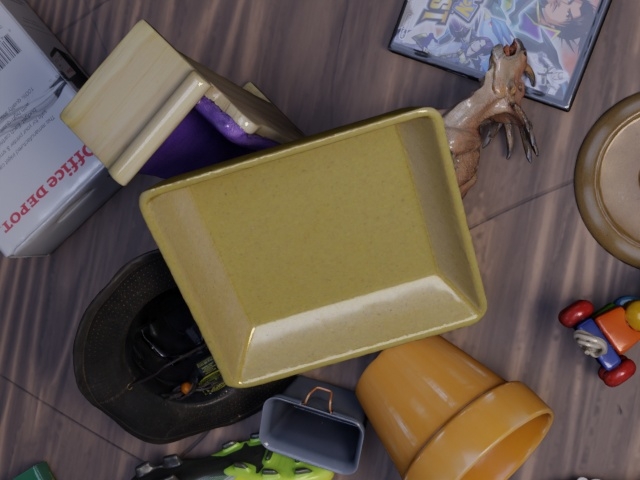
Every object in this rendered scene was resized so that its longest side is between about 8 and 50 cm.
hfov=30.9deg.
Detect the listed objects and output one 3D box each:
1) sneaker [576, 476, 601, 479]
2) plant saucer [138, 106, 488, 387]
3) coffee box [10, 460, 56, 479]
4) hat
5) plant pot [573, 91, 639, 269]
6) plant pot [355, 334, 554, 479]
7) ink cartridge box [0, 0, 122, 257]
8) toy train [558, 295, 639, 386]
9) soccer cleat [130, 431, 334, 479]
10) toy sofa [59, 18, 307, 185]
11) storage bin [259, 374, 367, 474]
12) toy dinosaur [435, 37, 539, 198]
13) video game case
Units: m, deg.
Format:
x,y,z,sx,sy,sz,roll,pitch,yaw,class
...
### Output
x,y,z,sx,sy,sz,roll,pitch,yaw,class
0.344,0.330,1.425,0.258,0.091,0.094,-14,130,-4,sneaker
0.000,0.000,1.329,0.333,0.332,0.081,-16,42,4,plant saucer
-0.440,0.406,1.639,0.184,0.040,0.113,-34,83,12,coffee box
-0.175,0.102,1.500,0.331,0.331,0.134,-43,42,10,hat
0.434,-0.075,1.435,0.236,0.032,0.236,0,91,14,plant pot
0.149,0.217,1.431,0.205,0.205,0.188,-48,65,9,plant pot
-0.418,-0.159,1.589,0.223,0.129,0.307,-42,81,10,ink cartridge box
0.364,0.091,1.344,0.143,0.248,0.105,-36,82,6,toy train
-0.116,0.336,1.552,0.289,0.093,0.121,-11,118,9,soccer cleat
-0.135,-0.118,1.404,0.150,0.362,0.177,-47,75,9,toy sofa
0.001,0.225,1.500,0.135,0.091,0.098,15,117,12,storage bin
0.163,-0.100,1.452,0.127,0.200,0.295,57,138,21,toy dinosaur
0.248,-0.333,1.478,0.248,0.035,0.274,21,95,12,video game case
